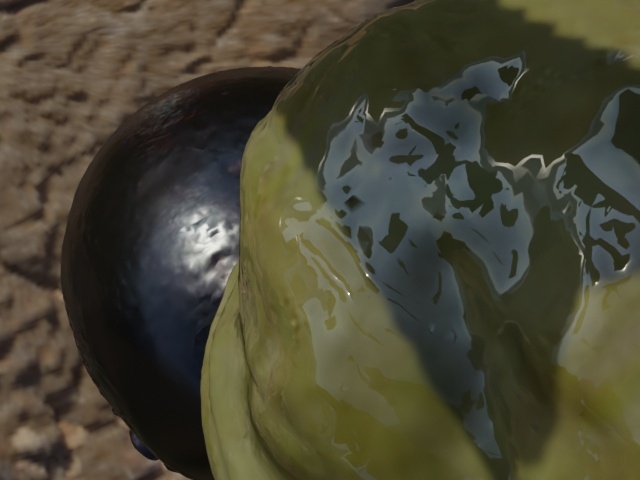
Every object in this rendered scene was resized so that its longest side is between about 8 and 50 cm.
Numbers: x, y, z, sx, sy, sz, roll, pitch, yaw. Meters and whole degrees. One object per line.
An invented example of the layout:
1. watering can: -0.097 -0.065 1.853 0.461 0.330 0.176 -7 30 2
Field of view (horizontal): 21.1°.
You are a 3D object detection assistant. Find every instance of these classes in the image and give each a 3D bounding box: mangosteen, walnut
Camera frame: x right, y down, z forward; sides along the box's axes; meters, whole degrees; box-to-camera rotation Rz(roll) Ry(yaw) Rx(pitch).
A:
1. mangosteen: 0.000 0.000 1.375 0.382 0.382 0.435 36 103 -14
2. walnut: 0.108 0.039 0.528 0.277 0.253 0.282 29 123 22
